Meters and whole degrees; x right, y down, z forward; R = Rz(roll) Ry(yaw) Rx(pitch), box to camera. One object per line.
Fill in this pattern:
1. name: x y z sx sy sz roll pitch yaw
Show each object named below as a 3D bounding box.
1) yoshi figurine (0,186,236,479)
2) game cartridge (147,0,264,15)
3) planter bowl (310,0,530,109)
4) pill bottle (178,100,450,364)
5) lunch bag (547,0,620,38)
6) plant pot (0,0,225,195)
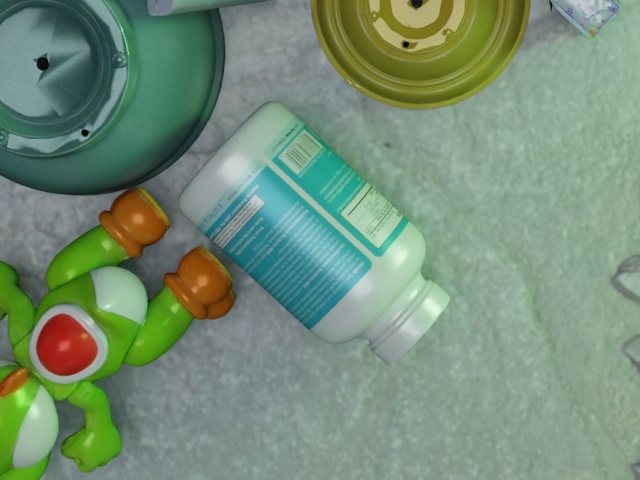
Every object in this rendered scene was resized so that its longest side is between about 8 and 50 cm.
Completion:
1. yoshi figurine: -0.262 0.126 1.912 0.362 0.203 0.203 -45 133 -13
2. game cartridge: -0.105 -0.365 1.808 0.060 0.196 0.294 2 102 30
3. planter bowl: 0.095 -0.231 1.862 0.217 0.090 0.217 1 99 5
4. pill bottle: 0.000 0.000 1.879 0.264 0.146 0.146 43 100 -2
5. lunch bag: 0.243 -0.237 1.857 0.083 0.071 0.053 42 104 -4
6. plant pot: -0.248 -0.176 1.850 0.293 0.196 0.293 1 99 5
